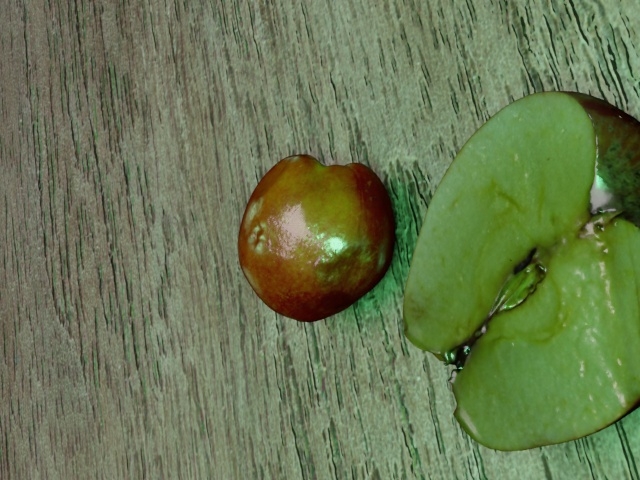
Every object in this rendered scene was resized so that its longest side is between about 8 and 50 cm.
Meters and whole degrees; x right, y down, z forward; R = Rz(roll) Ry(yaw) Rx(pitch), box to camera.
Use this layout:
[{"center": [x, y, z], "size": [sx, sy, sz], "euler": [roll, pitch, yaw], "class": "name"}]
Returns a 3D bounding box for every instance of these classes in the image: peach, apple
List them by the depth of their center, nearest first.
[{"center": [0.248, 0.044, 1.180], "size": [0.365, 0.295, 0.329], "euler": [-54, 7, 31], "class": "apple"}, {"center": [0.000, 0.000, 1.534], "size": [0.243, 0.199, 0.243], "euler": [-4, 82, 36], "class": "peach"}]
